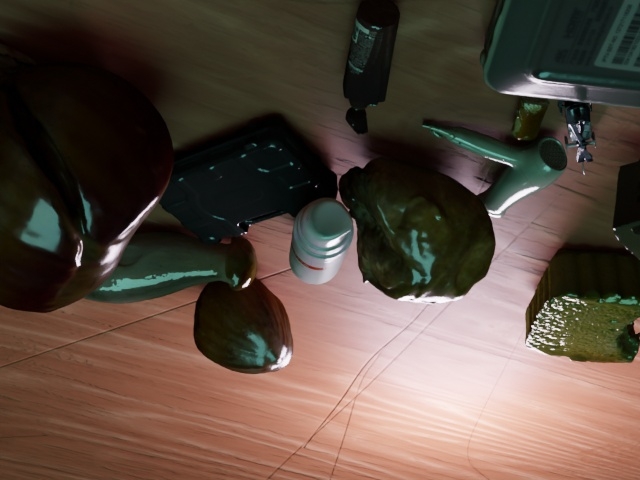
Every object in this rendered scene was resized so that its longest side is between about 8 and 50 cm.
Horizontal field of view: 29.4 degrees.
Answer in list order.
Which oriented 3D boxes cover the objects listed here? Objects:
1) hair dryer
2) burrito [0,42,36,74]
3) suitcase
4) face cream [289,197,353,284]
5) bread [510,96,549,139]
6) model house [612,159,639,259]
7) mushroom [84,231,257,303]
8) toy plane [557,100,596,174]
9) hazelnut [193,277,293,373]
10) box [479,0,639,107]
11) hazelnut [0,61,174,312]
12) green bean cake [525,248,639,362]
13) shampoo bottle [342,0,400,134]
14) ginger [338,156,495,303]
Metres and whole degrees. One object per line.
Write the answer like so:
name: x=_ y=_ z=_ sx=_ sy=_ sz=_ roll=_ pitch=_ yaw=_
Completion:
hair dryer: x=0.256 y=-0.131 z=1.994 sx=0.237 sy=0.075 sz=0.206 roll=25 pitch=147 yaw=-16
burrito: x=-0.516 y=-0.289 z=1.836 sx=0.171 sy=0.042 sz=0.051 roll=19 pitch=142 yaw=-27
suitcase: x=-0.136 y=-0.096 z=2.059 sx=0.286 sy=0.066 sz=0.206 roll=-17 pitch=140 yaw=27
face cream: x=0.000 y=0.000 z=2.049 sx=0.102 sy=0.101 sz=0.345 roll=4 pitch=168 yaw=-2
bread: x=0.326 y=-0.194 z=1.905 sx=0.047 sy=0.036 sz=0.083 roll=-1 pitch=144 yaw=-8
model house: x=0.616 y=-0.072 z=1.900 sx=0.243 sy=0.204 sz=0.211 roll=-16 pitch=141 yaw=40
mushroom: x=-0.290 y=0.049 z=2.230 sx=0.350 sy=0.128 sz=0.128 roll=-3 pitch=145 yaw=5
toy plane: x=0.401 y=-0.173 z=1.897 sx=0.053 sy=0.078 sz=0.197 roll=-7 pitch=159 yaw=11
hazelnut: x=-0.153 y=0.170 z=2.334 sx=0.186 sy=0.210 sz=0.210 roll=-8 pitch=144 yaw=9
box: x=0.429 y=-0.322 z=1.666 sx=0.373 sy=0.090 sz=0.367 roll=5 pitch=145 yaw=-4
hazelnut: x=-0.417 y=-0.082 z=1.854 sx=0.359 sy=0.359 sz=0.409 roll=15 pitch=132 yaw=-16
green bean cake: x=0.510 y=0.121 z=2.265 sx=0.233 sy=0.124 sz=0.236 roll=7 pitch=145 yaw=-4
shampoo bottle: x=0.070 y=-0.255 z=1.810 sx=0.067 sy=0.068 sz=0.236 roll=4 pitch=146 yaw=-5
ginger: x=0.174 y=-0.024 z=2.024 sx=0.223 sy=0.200 sz=0.269 roll=-18 pitch=112 yaw=-19
